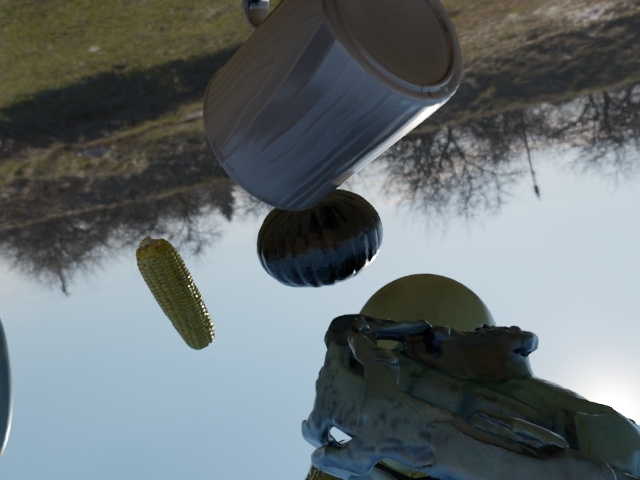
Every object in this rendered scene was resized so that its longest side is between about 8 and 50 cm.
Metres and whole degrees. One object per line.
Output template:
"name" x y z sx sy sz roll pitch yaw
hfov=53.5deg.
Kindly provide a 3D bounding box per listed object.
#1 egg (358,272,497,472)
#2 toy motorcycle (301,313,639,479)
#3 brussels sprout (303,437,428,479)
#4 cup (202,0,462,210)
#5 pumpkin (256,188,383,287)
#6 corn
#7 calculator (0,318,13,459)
"egg" 0.141 0.183 0.894 0.218 0.218 0.295 -9 -137 26
"toy motorcycle" 0.117 0.134 0.447 0.260 0.154 0.206 13 176 20
"brussels sprout" 0.129 0.522 1.322 0.328 0.247 0.328 -12 148 -8
"cup" 0.006 -0.214 0.775 0.208 0.288 0.273 17 151 -30
"pumpkin" 0.000 0.000 0.966 0.202 0.140 0.202 -13 -163 4
"corn" -0.227 0.084 1.000 0.067 0.206 0.067 -19 -157 9
"calculator" -0.443 0.148 0.697 0.188 0.302 0.042 -5 153 -33
